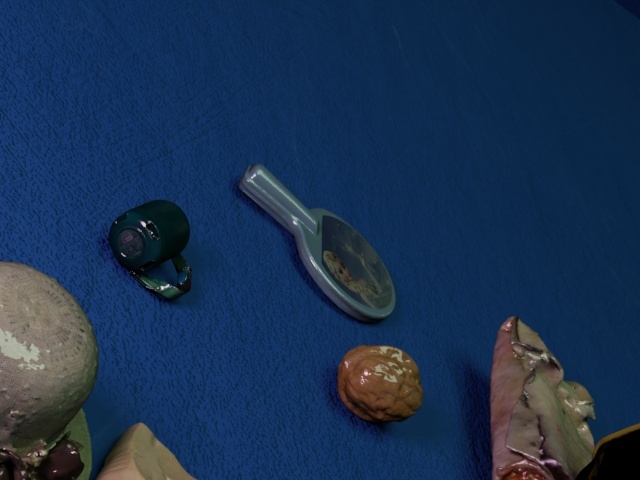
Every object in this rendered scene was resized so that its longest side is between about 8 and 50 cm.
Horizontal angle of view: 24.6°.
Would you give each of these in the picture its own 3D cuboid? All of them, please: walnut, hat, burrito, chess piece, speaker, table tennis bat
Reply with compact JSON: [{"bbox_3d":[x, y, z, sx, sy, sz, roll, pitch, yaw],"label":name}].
[{"bbox_3d":[0.061,0.147,1.524,0.096,0.082,0.079,33,3,-23],"label":"walnut"},{"bbox_3d":[-0.247,0.091,1.112,0.257,0.130,0.257,33,32,-24],"label":"hat"},{"bbox_3d":[0.251,0.245,1.627,0.175,0.107,0.348,34,34,-27],"label":"burrito"},{"bbox_3d":[-0.146,0.214,1.160,0.090,0.090,0.200,43,17,-8],"label":"chess piece"},{"bbox_3d":[-0.162,0.011,1.424,0.075,0.060,0.095,-29,113,-62],"label":"speaker"},{"bbox_3d":[0.000,0.000,1.672,0.237,0.038,0.149,43,29,-13],"label":"table tennis bat"}]

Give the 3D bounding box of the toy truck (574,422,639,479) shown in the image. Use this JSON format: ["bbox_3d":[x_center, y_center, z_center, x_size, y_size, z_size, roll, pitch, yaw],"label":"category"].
[{"bbox_3d":[0.383,0.386,1.439,0.254,0.180,0.405,21,59,-33],"label":"toy truck"}]
